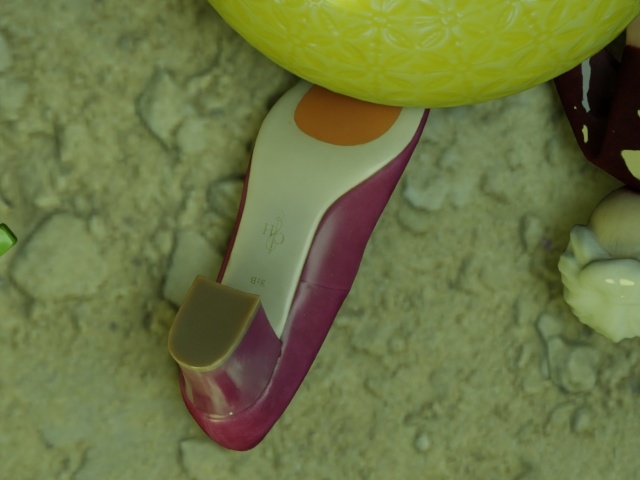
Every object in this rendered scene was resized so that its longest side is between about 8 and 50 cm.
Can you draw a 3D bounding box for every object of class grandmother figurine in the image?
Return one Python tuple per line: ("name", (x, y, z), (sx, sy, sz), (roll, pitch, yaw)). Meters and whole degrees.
("grandmother figurine", (0.219, -0.100, 0.907), (0.104, 0.208, 0.342), (-3, 114, -50))

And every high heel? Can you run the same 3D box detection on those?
("high heel", (0.000, 0.000, 0.882), (0.244, 0.082, 0.117), (-63, 158, -24))

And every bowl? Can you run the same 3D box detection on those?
("bowl", (0.046, -0.197, 0.747), (0.290, 0.156, 0.289), (2, 101, 8))

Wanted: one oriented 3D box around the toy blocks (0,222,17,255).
("toy blocks", (-0.359, 0.022, 0.666), (0.381, 0.191, 0.261), (-39, 97, -6))
